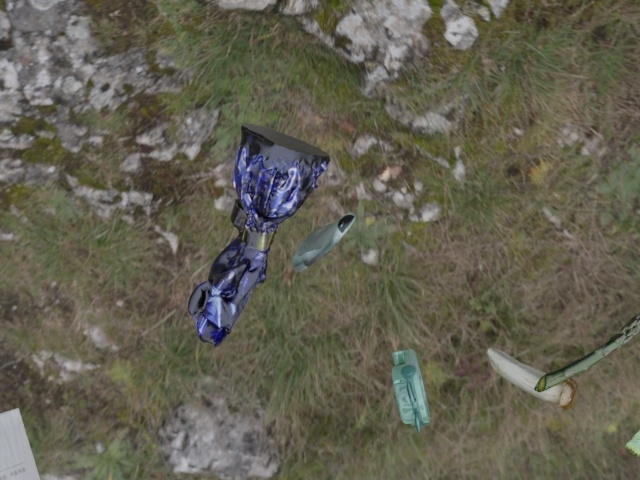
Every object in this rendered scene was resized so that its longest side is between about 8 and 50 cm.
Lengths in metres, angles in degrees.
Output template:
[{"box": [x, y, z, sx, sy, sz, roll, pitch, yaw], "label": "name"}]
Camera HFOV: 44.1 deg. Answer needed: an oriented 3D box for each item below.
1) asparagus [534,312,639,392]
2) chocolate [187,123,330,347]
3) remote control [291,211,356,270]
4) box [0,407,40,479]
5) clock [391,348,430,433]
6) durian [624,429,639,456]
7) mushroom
[{"box": [0.467, 0.198, 1.363, 0.236, 0.034, 0.027, -37, 140, 15], "label": "asparagus"}, {"box": [-0.100, 0.001, 1.121, 0.126, 0.148, 0.343, 8, 119, -28], "label": "chocolate"}, {"box": [0.002, 0.001, 1.557, 0.045, 0.097, 0.256, 39, 151, -9], "label": "remote control"}, {"box": [-0.495, 0.351, 1.009, 0.111, 0.260, 0.194, -25, 82, 44], "label": "box"}, {"box": [0.194, 0.326, 1.706, 0.060, 0.188, 0.148, -12, 100, 7], "label": "clock"}, {"box": [0.718, 0.380, 1.586, 0.215, 0.086, 0.100, -36, 108, 5], "label": "durian"}, {"box": [0.451, 0.293, 1.700, 0.209, 0.084, 0.071, 26, 96, 22], "label": "mushroom"}]
